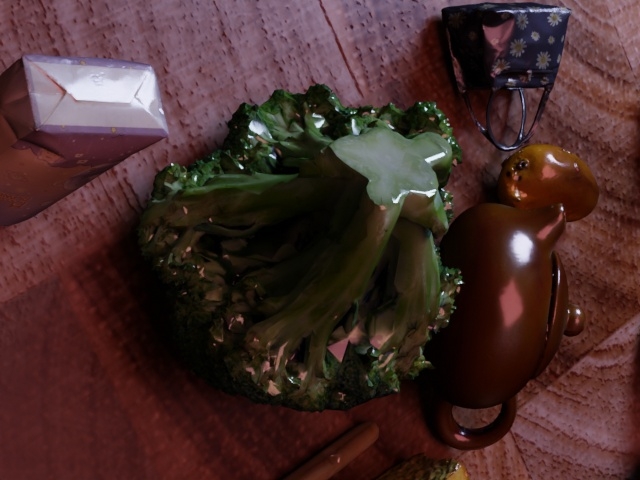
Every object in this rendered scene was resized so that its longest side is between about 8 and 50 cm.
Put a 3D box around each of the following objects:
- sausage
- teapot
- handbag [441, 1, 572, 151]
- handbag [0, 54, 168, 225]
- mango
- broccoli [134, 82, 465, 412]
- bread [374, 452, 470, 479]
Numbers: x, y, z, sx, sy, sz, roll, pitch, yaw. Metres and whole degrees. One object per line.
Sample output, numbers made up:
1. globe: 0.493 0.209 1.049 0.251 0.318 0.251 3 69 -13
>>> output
1. sausage: 0.001 0.191 1.174 0.132 0.024 0.024 -31 103 -31
2. teapot: 0.157 0.079 1.201 0.135 0.178 0.252 10 117 3
3. handbag: 0.177 -0.153 1.297 0.115 0.072 0.139 -7 96 -38
4. handbag: -0.204 -0.074 0.978 0.117 0.173 0.095 1 71 -44
5. mango: 0.216 -0.052 1.319 0.127 0.063 0.077 12 120 -40
6. broccoli: 0.000 0.000 1.067 0.265 0.245 0.294 31 44 -9
7. bread: 0.048 0.246 1.155 0.187 0.103 0.065 -30 105 -37
